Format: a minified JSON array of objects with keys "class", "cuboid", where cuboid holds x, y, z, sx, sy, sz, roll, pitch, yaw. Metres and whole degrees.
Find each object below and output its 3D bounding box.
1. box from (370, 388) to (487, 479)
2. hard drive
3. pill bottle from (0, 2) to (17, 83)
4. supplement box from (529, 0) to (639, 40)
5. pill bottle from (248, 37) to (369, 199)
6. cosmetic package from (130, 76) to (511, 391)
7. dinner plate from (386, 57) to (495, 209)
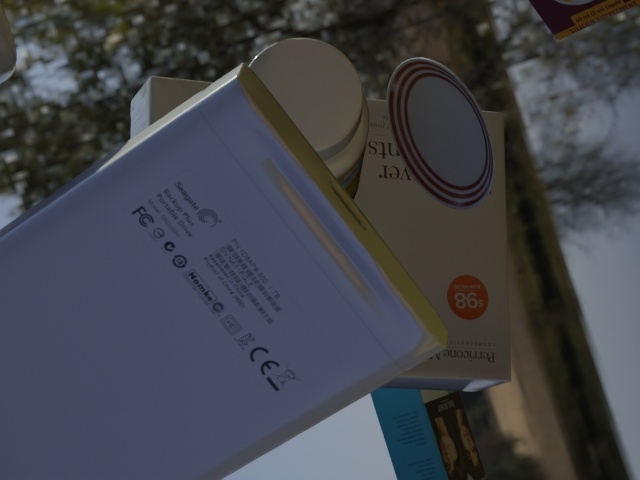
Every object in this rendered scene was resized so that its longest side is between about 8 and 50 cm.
[{"class":"box","cuboid":[0.101,0.158,1.740,0.100,0.060,0.244,-9,-100,-62]},{"class":"hard drive","cuboid":[-0.123,0.067,1.108,0.233,0.353,0.047,52,-160,-16]},{"class":"pill bottle","cuboid":[-0.455,-0.142,1.228,0.224,0.392,0.224,56,166,22]},{"class":"supplement box","cuboid":[0.215,-0.286,1.459,0.188,0.104,0.080,45,-147,-37]},{"class":"pill bottle","cuboid":[-0.018,-0.089,1.376,0.208,0.119,0.119,98,155,-74]},{"class":"cosmetic package","cuboid":[0.000,0.000,1.596,0.097,0.377,0.284,152,120,-68]},{"class":"dinner plate","cuboid":[0.108,-0.094,1.396,0.141,0.017,0.141,38,141,40]}]
